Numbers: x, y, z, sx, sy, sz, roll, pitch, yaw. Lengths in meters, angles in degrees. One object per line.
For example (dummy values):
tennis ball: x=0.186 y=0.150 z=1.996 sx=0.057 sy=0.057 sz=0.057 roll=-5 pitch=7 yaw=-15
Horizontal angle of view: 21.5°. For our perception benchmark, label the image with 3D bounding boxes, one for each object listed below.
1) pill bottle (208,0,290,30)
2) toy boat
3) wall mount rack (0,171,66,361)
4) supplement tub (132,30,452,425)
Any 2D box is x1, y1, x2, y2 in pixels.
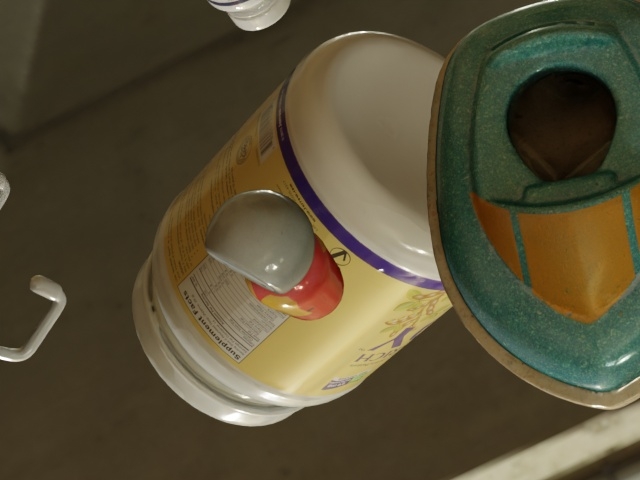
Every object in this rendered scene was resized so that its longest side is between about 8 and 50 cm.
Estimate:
pill bottle: x=-0.111 y=-0.351 z=2.094 sx=0.187 sy=0.112 sz=0.112 roll=54 pitch=-167 yaw=-50
toy boat: x=0.094 y=-0.015 z=1.037 sx=0.148 sy=0.318 sz=0.267 roll=45 pitch=-148 yaw=-66
wall mount rack: x=-0.408 y=-0.013 z=1.573 sx=0.304 sy=0.130 sz=0.350 roll=19 pitch=-157 yaw=-38
supplement tub: x=0.000 y=0.000 z=1.485 sx=0.241 sy=0.331 sz=0.241 roll=22 pitch=-133 yaw=-25
